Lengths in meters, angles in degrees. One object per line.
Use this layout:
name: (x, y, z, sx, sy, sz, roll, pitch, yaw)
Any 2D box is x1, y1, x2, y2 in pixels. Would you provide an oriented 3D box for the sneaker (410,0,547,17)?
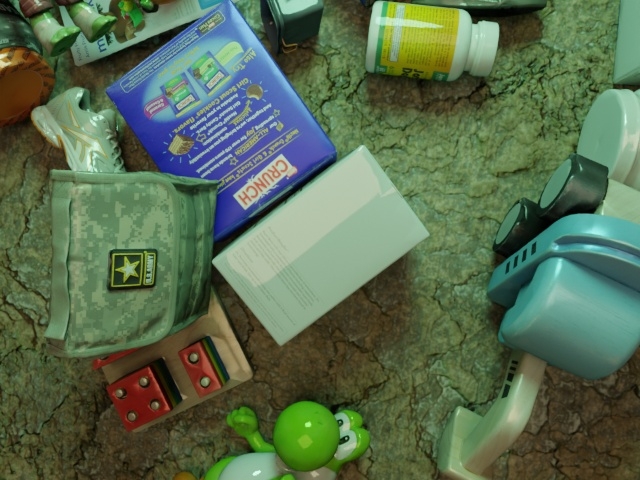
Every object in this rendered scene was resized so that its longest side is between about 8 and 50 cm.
sneaker: (0.276, -0.452, 0.903, 0.227, 0.087, 0.130, 9, 103, 9)

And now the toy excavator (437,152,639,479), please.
toy excavator: (0.341, 0.157, 0.829, 0.222, 0.433, 0.445, 27, 65, 3)

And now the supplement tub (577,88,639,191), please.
supplement tub: (0.577, -0.140, 0.837, 0.272, 0.191, 0.191, 7, 92, 4)

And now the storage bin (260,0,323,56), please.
storage bin: (-0.046, -0.384, 0.916, 0.091, 0.135, 0.098, -21, 89, -5)

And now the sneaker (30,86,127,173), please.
sneaker: (-0.400, -0.171, 0.964, 0.121, 0.099, 0.262, -41, 89, 0)

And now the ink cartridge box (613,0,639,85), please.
ink cartridge box: (0.627, -0.346, 0.840, 0.233, 0.168, 0.171, 4, 91, 4)

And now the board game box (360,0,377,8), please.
board game box: (0.124, -0.593, 0.888, 0.291, 0.141, 0.232, -36, 88, 4)

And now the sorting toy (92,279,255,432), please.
sorting toy: (-0.293, 0.192, 0.963, 0.257, 0.089, 0.255, -26, 89, 5)

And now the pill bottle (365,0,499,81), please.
pill bottle: (0.186, -0.334, 0.901, 0.208, 0.117, 0.117, 8, 92, 4)

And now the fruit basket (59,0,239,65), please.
fruit basket: (-0.329, -0.517, 0.917, 0.353, 0.165, 0.327, -15, 90, 8)

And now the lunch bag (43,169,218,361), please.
lunch bag: (-0.267, 0.019, 0.754, 0.169, 0.287, 0.235, 7, 98, 11)

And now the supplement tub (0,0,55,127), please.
supplement tub: (-0.640, -0.373, 0.920, 0.207, 0.207, 0.338, -42, 89, 4)

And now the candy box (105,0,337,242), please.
candy box: (-0.164, -0.197, 0.929, 0.268, 0.122, 0.317, -34, 88, 4)

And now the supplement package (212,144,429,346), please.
supplement package: (0.000, 0.000, 0.884, 0.293, 0.175, 0.177, -37, 97, 4)

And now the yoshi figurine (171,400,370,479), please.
yoshi figurine: (-0.096, 0.383, 0.904, 0.362, 0.203, 0.203, -31, 82, 1)

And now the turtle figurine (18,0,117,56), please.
turtle figurine: (-0.428, -0.442, 0.801, 0.275, 0.198, 0.266, -35, 106, 5)
